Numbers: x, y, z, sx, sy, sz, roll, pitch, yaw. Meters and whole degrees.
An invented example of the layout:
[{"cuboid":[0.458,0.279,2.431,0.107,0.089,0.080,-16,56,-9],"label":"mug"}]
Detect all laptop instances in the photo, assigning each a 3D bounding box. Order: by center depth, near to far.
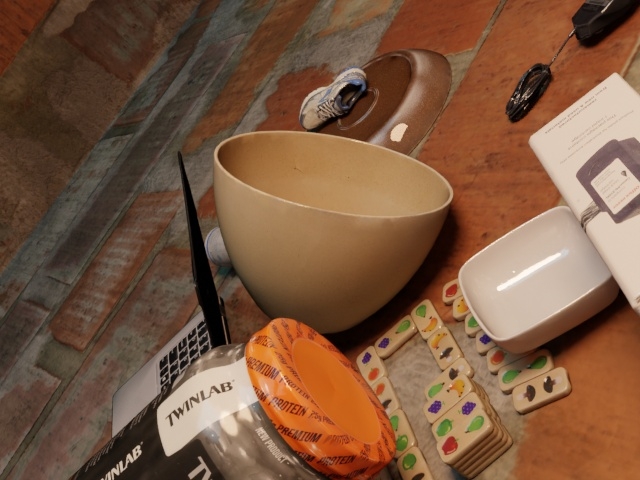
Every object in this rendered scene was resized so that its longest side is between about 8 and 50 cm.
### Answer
[{"cuboid":[-0.236,0.158,1.146,0.408,0.236,0.382,-43,28,12],"label":"laptop"}]

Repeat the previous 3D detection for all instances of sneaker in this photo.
[{"cuboid":[0.020,-0.224,1.341,0.135,0.052,0.058,-40,34,17],"label":"sneaker"}]

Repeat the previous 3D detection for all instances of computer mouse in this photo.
[{"cuboid":[0.325,-0.246,1.055,0.242,0.041,0.071,-50,19,14],"label":"computer mouse"}]

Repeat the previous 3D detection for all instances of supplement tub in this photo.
[{"cuboid":[-0.105,0.240,0.774,0.338,0.207,0.207,-44,29,15],"label":"supplement tub"},{"cuboid":[-0.136,0.009,1.357,0.107,0.071,0.071,-2,54,53],"label":"supplement tub"}]

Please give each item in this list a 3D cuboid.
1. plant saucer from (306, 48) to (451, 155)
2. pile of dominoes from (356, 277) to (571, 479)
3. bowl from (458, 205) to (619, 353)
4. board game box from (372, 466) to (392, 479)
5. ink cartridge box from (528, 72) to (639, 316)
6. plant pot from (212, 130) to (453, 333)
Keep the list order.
[{"cuboid":[0.073,-0.200,1.341,0.311,0.050,0.310,-34,33,26],"label":"plant saucer"},{"cuboid":[0.128,0.131,0.866,0.196,0.040,0.251,-44,29,12],"label":"pile of dominoes"},{"cuboid":[0.216,0.044,0.816,0.142,0.053,0.142,-33,31,10],"label":"bowl"},{"cuboid":[-0.014,0.286,0.864,0.193,0.053,0.305,-44,29,11],"label":"board game box"},{"cuboid":[0.283,-0.002,0.664,0.100,0.172,0.237,-39,30,19],"label":"ink cartridge box"},{"cuboid":[0.000,0.000,1.014,0.284,0.284,0.191,-120,38,-61],"label":"plant pot"}]
